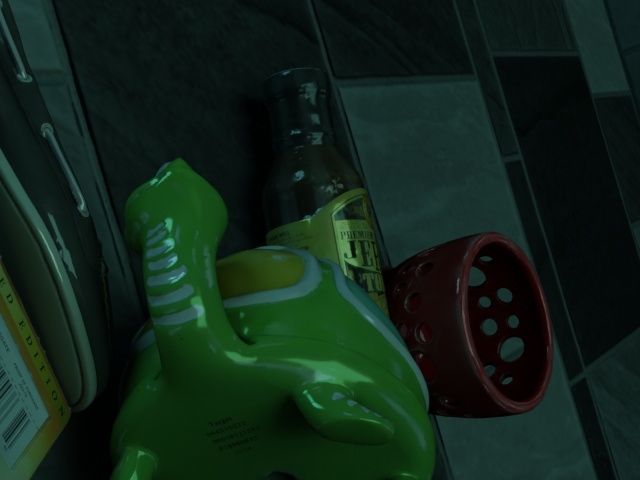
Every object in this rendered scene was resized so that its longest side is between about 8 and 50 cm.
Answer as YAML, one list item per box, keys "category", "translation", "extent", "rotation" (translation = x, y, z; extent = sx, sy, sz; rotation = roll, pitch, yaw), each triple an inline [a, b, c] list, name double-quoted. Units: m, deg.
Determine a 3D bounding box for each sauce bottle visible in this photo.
- category: "sauce bottle"
  translation: [0.000, 0.000, 0.941]
  extent: [0.111, 0.111, 0.344]
  rotation: [1, 76, -52]

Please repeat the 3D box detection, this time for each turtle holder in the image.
- category: "turtle holder"
  translation: [-0.060, 0.110, 0.736]
  extent: [0.320, 0.243, 0.227]
  rotation: [31, 31, -27]

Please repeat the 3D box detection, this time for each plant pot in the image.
- category: "plant pot"
  translation: [0.131, 0.101, 1.015]
  extent: [0.191, 0.174, 0.191]
  rotation: [25, 57, -45]

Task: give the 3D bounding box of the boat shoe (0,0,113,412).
- category: "boat shoe"
  translation: [-0.213, -0.044, 0.686]
  extent: [0.095, 0.112, 0.335]
  rotation: [-28, 95, -48]

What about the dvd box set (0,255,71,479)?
- category: "dvd box set"
  translation: [-0.270, 0.069, 0.437]
  extent: [0.420, 0.062, 0.307]
  rotation: [-74, 147, -68]
